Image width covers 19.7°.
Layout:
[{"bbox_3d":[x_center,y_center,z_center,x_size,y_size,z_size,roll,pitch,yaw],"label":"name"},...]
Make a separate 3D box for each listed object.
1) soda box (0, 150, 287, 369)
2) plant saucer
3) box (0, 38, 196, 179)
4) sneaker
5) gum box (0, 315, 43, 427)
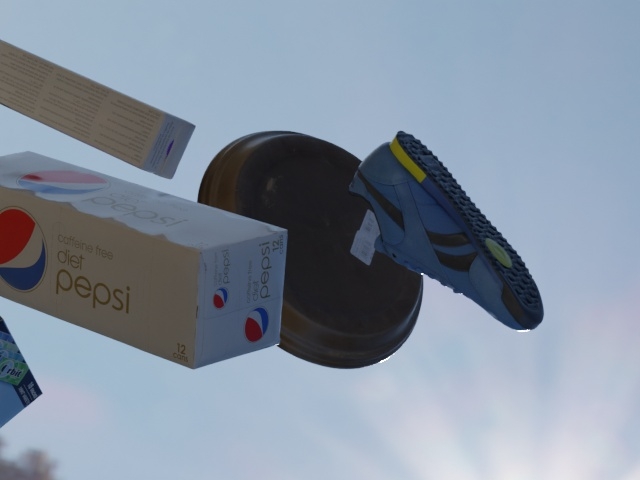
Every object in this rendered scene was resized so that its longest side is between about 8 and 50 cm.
[{"bbox_3d":[-0.123,0.007,1.047,0.216,0.074,0.069,16,-70,37],"label":"soda box"},{"bbox_3d":[0.000,0.000,1.898,0.041,0.278,0.278,-40,-137,43],"label":"plant saucer"},{"bbox_3d":[-0.280,-0.152,1.933,0.324,0.063,0.067,24,-88,28],"label":"box"},{"bbox_3d":[0.102,0.007,1.534,0.082,0.069,0.209,-46,-112,18],"label":"sneaker"},{"bbox_3d":[-0.402,0.174,1.993,0.184,0.157,0.041,-40,-123,-18],"label":"gum box"}]
